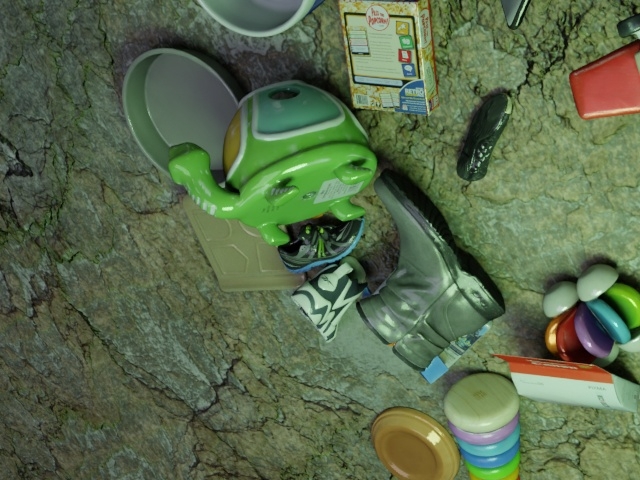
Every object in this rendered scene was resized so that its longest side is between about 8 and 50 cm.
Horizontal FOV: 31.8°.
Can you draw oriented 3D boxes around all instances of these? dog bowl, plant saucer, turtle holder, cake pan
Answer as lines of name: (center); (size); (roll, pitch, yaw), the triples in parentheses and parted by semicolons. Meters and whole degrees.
dog bowl: (-0.100, -0.473, 1.823); (0.264, 0.104, 0.265); (19, 129, 25)
plant saucer: (0.188, 0.431, 2.295); (0.199, 0.037, 0.200); (18, 128, 24)
turtle holder: (-0.075, -0.133, 1.920); (0.320, 0.243, 0.228); (-25, 71, 9)
cake pan: (-0.245, -0.235, 2.126); (0.293, 0.054, 0.293); (18, 129, 25)

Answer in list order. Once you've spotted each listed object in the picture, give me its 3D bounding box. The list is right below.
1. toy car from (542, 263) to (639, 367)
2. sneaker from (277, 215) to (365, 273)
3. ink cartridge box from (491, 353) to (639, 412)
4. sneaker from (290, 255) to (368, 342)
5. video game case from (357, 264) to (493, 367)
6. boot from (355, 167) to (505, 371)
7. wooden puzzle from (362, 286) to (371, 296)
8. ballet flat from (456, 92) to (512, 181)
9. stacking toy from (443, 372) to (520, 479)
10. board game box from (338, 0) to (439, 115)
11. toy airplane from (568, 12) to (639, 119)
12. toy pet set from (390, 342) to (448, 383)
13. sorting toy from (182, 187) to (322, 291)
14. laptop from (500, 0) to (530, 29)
toy car: (0.446, 0.141, 1.839); (0.159, 0.136, 0.182); (52, 134, -6)
sneaker: (0.000, 0.000, 2.079); (0.188, 0.067, 0.078); (-24, 120, 27)
ink cartridge box: (0.412, 0.243, 1.894); (0.189, 0.232, 0.066); (3, 81, 34)
sneaker: (0.034, 0.103, 2.143); (0.094, 0.153, 0.235); (48, 175, 25)
video game case: (0.192, 0.143, 2.088); (0.201, 0.023, 0.183); (37, 135, 0)
boot: (0.144, 0.061, 1.955); (0.222, 0.118, 0.338); (-35, 95, 18)
wooden puzzle: (0.124, 0.138, 2.153); (0.116, 0.014, 0.079); (32, 133, 14)
ballet flat: (0.270, -0.169, 1.825); (0.057, 0.049, 0.173); (58, 140, 36)
stacking toy: (0.324, 0.413, 2.135); (0.141, 0.141, 0.330); (9, 131, 30)
board game box: (0.112, -0.305, 1.830); (0.146, 0.045, 0.194); (11, 125, 30)
toy airplane: (0.558, -0.258, 1.435); (0.384, 0.272, 0.386); (27, 96, 3)
toy pet set: (0.177, 0.206, 2.084); (0.122, 0.065, 0.114); (-26, 109, 41)
sorting toy: (-0.107, -0.008, 2.203); (0.307, 0.041, 0.229); (-4, 120, 30)
laptop: (0.189, -0.563, 1.474); (0.236, 0.408, 0.382); (8, 133, -11)
